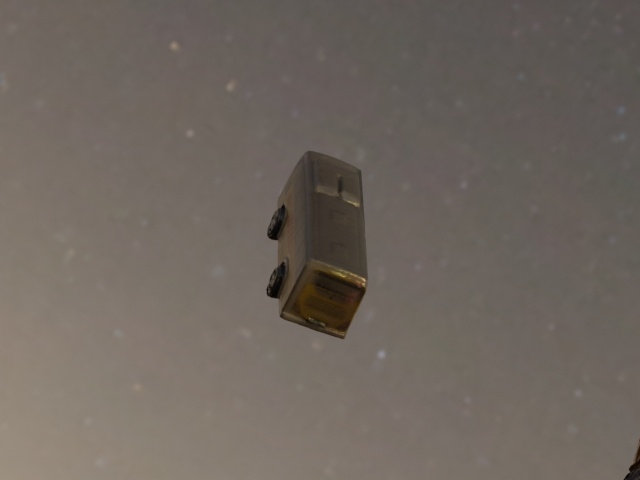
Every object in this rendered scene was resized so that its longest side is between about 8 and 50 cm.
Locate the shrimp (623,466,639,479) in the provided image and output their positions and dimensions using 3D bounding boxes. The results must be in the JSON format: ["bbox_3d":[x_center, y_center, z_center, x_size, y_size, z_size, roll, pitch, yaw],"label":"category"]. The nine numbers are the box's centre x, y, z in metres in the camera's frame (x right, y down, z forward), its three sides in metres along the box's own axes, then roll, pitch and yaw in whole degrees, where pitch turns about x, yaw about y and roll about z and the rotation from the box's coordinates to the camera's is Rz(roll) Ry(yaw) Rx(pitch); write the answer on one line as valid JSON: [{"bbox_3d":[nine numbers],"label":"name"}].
[{"bbox_3d":[0.408,0.271,1.999,0.074,0.190,0.073,61,-41,44],"label":"shrimp"}]

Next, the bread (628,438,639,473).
[{"bbox_3d":[0.455,0.279,2.214,0.120,0.236,0.198,20,17,19],"label":"bread"}]

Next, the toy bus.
[{"bbox_3d":[0.000,0.000,1.958,0.092,0.268,0.106,20,-61,-12],"label":"toy bus"}]
